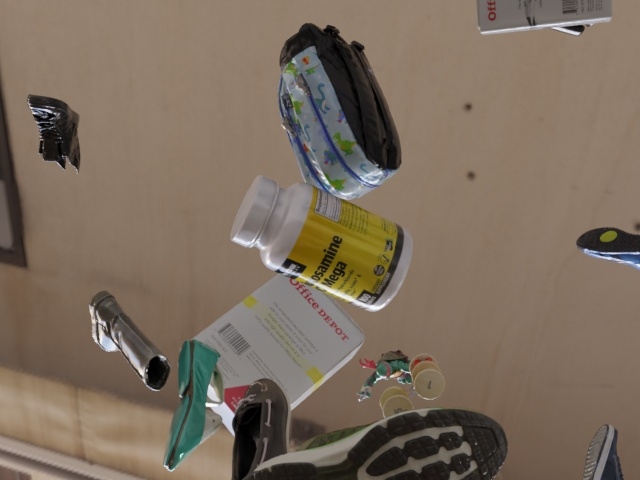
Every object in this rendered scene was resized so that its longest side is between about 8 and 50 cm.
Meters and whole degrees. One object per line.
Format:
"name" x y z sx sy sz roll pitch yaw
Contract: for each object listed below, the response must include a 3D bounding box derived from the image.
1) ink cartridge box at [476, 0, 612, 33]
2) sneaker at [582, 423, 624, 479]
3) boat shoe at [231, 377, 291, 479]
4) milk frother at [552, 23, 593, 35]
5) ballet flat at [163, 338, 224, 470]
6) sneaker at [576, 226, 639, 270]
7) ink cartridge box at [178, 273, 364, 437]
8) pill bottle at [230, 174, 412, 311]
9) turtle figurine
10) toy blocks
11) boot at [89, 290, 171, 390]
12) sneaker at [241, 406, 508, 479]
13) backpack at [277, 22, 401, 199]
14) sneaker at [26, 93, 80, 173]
"ink cartridge box" 0.359 -0.420 1.279 0.208 0.153 0.087 -1 -170 18
"sneaker" 0.673 0.528 1.757 0.163 0.226 0.086 11 -173 6
"boat shoe" -0.118 0.354 1.466 0.095 0.112 0.335 32 -162 -24
"milk frother" 0.521 -0.508 1.619 0.134 0.143 0.129 17 -128 -5
"ballet flat" -0.202 0.274 1.329 0.087 0.083 0.247 19 -138 -18
"sneaker" 0.562 0.027 1.428 0.209 0.082 0.069 6 -132 47
"ink cartridge box" -0.121 0.283 1.994 0.384 0.160 0.279 -36 -104 -26
"pill bottle" 0.000 0.000 1.583 0.333 0.188 0.188 23 -153 -13
"turtle figurine" 0.187 0.326 1.937 0.175 0.118 0.234 -6 177 31
"toy blocks" 0.157 0.253 1.391 0.054 0.123 0.148 49 -175 -4
"boot" -0.362 0.212 1.537 0.208 0.190 0.076 36 -117 25
"sneaker" 0.080 0.328 1.222 0.410 0.158 0.182 -17 -174 12
"backpack" 0.047 -0.270 1.810 0.356 0.273 0.290 56 -159 22
"sneaker" -0.405 -0.161 1.213 0.051 0.089 0.170 9 176 3
